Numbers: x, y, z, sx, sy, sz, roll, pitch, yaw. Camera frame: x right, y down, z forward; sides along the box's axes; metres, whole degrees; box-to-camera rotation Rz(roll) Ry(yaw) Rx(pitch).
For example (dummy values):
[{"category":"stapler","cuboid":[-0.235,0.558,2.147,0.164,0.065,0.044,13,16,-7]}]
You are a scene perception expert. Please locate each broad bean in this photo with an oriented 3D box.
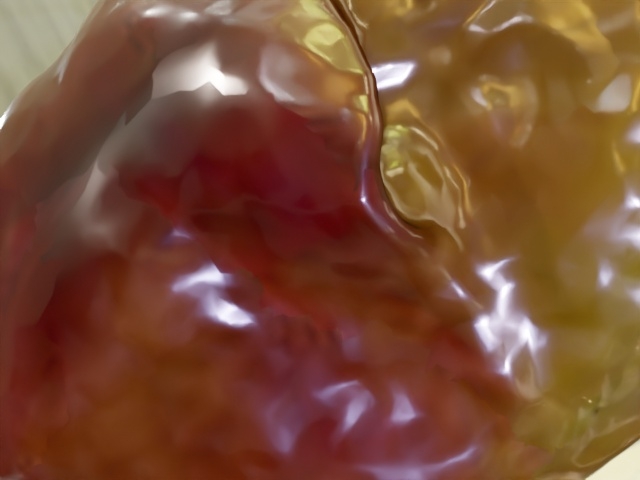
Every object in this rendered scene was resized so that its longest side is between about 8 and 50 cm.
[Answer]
[{"category":"broad bean","cuboid":[-0.002,0.001,0.406,0.122,0.228,0.156,27,44,-42]}]
